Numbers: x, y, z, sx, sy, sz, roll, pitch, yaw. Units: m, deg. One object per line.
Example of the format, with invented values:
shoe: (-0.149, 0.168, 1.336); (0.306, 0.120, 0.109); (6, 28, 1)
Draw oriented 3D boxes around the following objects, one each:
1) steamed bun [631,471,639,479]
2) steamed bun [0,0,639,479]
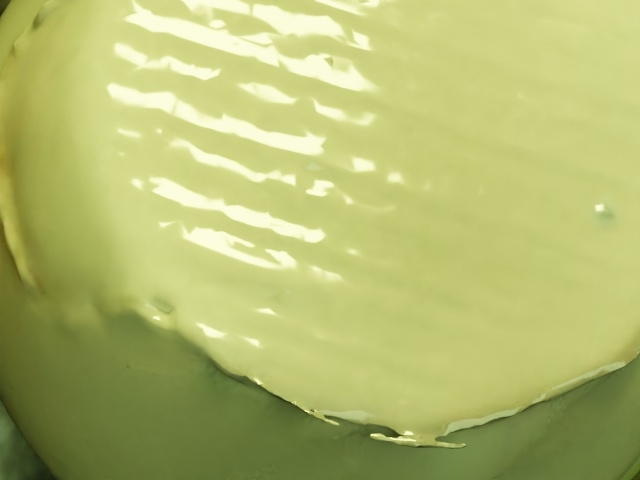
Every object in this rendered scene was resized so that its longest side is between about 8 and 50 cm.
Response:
steamed bun: (0.336, 0.102, 0.864); (0.371, 0.456, 0.290); (-33, 149, -20)
steamed bun: (0.000, 0.000, 0.718); (0.309, 0.309, 0.309); (-8, 105, -29)
